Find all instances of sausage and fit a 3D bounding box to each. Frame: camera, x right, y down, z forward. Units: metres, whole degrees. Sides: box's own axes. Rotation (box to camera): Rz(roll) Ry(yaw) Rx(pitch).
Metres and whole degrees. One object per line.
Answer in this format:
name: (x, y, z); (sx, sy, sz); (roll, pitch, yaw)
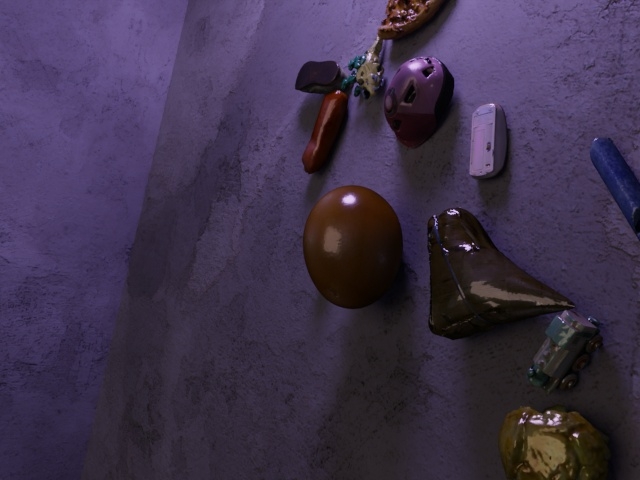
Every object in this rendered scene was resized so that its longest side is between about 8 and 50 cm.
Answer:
sausage: (0.017, -0.364, 2.161); (0.089, 0.084, 0.299); (38, 113, 43)

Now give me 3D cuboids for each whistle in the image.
whistle: (0.641, -0.084, 1.317); (0.062, 0.062, 0.304); (-42, 50, 37)

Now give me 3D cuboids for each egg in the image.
egg: (0.090, 0.017, 1.800); (0.283, 0.283, 0.350); (-6, 76, 51)

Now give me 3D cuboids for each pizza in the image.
pizza: (0.281, -0.716, 1.920); (0.305, 0.086, 0.161); (-37, 52, 38)

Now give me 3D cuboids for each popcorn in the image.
popcorn: (0.469, 0.435, 1.300); (0.221, 0.184, 0.204); (12, 96, 51)

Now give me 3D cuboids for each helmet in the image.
helmet: (0.259, -0.406, 1.817); (0.253, 0.154, 0.198); (-50, 46, 24)

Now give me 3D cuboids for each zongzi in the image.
zongzi: (0.408, 0.050, 1.490); (0.361, 0.160, 0.322); (-22, 65, 48)

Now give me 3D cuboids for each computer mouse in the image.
computer mouse: (0.428, -0.253, 1.641); (0.102, 0.045, 0.198); (-7, 74, 50)

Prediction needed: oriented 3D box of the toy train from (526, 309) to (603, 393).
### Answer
toy train: (0.508, 0.238, 1.345); (0.193, 0.125, 0.080); (-63, 37, 18)

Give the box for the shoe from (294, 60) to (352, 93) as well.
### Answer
shoe: (0.005, -0.556, 2.216); (0.275, 0.098, 0.103); (20, 89, 54)

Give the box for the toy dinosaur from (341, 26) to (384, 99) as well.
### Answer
toy dinosaur: (0.153, -0.563, 2.043); (0.153, 0.094, 0.259); (-8, 67, 50)
